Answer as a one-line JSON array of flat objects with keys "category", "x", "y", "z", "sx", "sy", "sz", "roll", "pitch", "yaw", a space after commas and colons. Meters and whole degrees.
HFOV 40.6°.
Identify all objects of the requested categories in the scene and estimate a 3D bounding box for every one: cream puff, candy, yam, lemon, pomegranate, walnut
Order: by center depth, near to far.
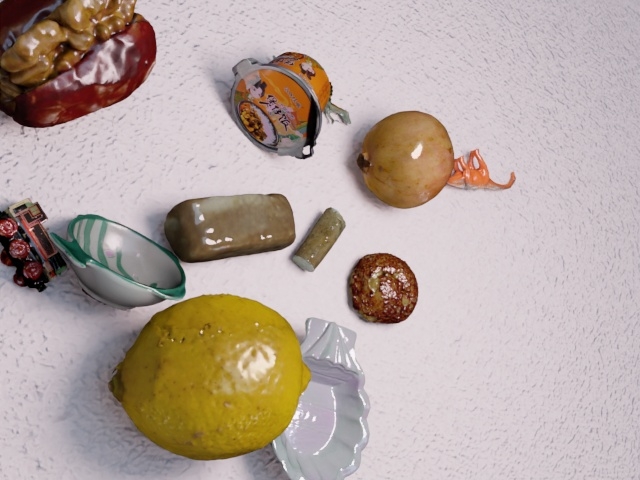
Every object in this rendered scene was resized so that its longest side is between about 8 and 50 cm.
[{"category": "walnut", "x": -0.387, "y": -0.282, "z": 1.290, "sx": 0.222, "sy": 0.244, "sz": 0.269, "roll": 52, "pitch": 60, "yaw": -14}, {"category": "lemon", "x": -0.166, "y": 0.207, "z": 1.316, "sx": 0.310, "sy": 0.253, "sz": 0.254, "roll": -1, "pitch": 78, "yaw": -19}, {"category": "candy", "x": -0.149, "y": -0.025, "z": 1.473, "sx": 0.234, "sy": 0.102, "sz": 0.104, "roll": -9, "pitch": 81, "yaw": -37}, {"category": "yam", "x": 0.000, "y": 0.000, "z": 1.603, "sx": 0.054, "sy": 0.054, "sz": 0.132, "roll": 46, "pitch": 58, "yaw": -16}, {"category": "cream puff", "x": 0.126, "y": 0.091, "z": 1.647, "sx": 0.149, "sy": 0.084, "sz": 0.149, "roll": 10, "pitch": 71, "yaw": -31}, {"category": "pomegranate", "x": 0.167, "y": -0.156, "z": 1.680, "sx": 0.191, "sy": 0.191, "sz": 0.191, "roll": 10, "pitch": 73, "yaw": -33}]

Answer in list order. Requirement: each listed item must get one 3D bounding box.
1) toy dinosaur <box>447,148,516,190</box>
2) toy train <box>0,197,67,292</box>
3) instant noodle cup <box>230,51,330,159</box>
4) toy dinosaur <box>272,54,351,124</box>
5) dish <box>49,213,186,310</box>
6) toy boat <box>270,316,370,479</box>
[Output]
[{"category": "toy dinosaur", "x": 0.340, "y": -0.148, "z": 1.878, "sx": 0.279, "sy": 0.055, "sz": 0.102, "roll": -14, "pitch": 95, "yaw": -38}, {"category": "toy train", "x": -0.437, "y": 0.007, "z": 1.300, "sx": 0.087, "sy": 0.050, "sz": 0.138, "roll": -35, "pitch": 99, "yaw": -39}, {"category": "instant noodle cup", "x": -0.057, "y": -0.263, "z": 1.571, "sx": 0.125, "sy": 0.177, "sz": 0.208, "roll": -57, "pitch": 134, "yaw": -45}, {"category": "toy dinosaur", "x": -0.010, "y": -0.296, "z": 1.685, "sx": 0.187, "sy": 0.044, "sz": 0.106, "roll": 50, "pitch": 42, "yaw": 1}, {"category": "dish", "x": -0.318, "y": 0.046, "z": 1.315, "sx": 0.224, "sy": 0.078, "sz": 0.246, "roll": 40, "pitch": 16, "yaw": 25}, {"category": "toy boat", "x": -0.012, "y": 0.284, "z": 1.491, "sx": 0.199, "sy": 0.100, "sz": 0.290, "roll": 23, "pitch": 67, "yaw": -29}]
